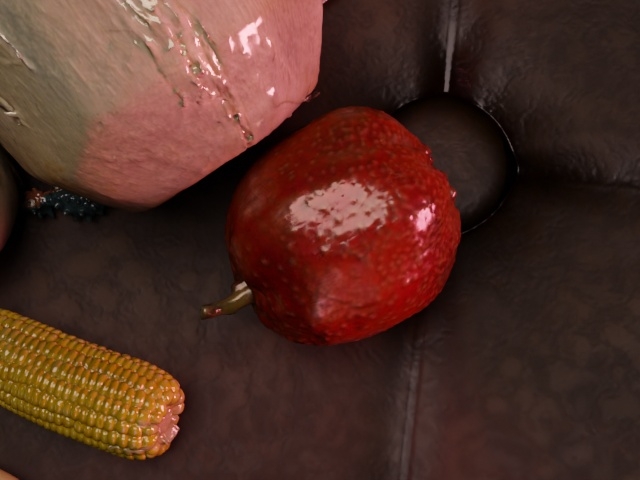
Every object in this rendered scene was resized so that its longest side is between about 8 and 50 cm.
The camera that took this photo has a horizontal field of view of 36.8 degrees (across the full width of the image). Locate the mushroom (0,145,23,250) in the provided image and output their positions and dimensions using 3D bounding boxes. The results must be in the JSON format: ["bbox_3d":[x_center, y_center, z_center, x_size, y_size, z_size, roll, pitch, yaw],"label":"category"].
[{"bbox_3d":[-0.415,-0.042,0.937,0.255,0.255,0.184,26,123,13],"label":"mushroom"}]

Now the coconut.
[{"bbox_3d":[-0.178,-0.228,0.851,0.346,0.346,0.360,-36,104,-3],"label":"coconut"}]

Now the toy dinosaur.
[{"bbox_3d":[-0.239,-0.048,0.986,0.154,0.049,0.055,-4,72,11],"label":"toy dinosaur"}]

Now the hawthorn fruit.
[{"bbox_3d":[0.000,0.000,0.872,0.253,0.205,0.205,-29,74,1],"label":"hawthorn fruit"}]

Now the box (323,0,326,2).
[{"bbox_3d":[-0.053,-0.312,1.008,0.090,0.024,0.167,-38,104,-4],"label":"box"}]

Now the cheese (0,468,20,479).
[{"bbox_3d":[-0.295,0.265,0.911,0.255,0.050,0.127,-4,73,4],"label":"cheese"}]

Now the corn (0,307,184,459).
[{"bbox_3d":[-0.249,0.134,0.918,0.244,0.093,0.093,18,78,12],"label":"corn"}]
